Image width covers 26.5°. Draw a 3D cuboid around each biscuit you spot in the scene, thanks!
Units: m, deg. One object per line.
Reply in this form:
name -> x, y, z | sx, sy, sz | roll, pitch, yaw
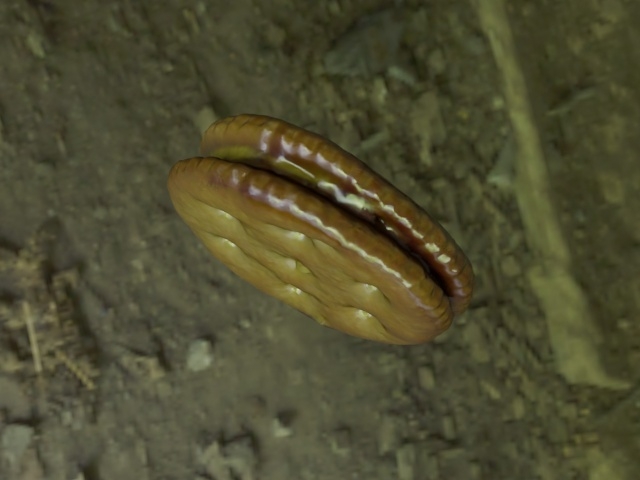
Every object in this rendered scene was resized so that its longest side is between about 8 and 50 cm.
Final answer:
biscuit -> 0.000, 0.000, 0.918 | 0.220, 0.220, 0.066 | 47, 67, -38
